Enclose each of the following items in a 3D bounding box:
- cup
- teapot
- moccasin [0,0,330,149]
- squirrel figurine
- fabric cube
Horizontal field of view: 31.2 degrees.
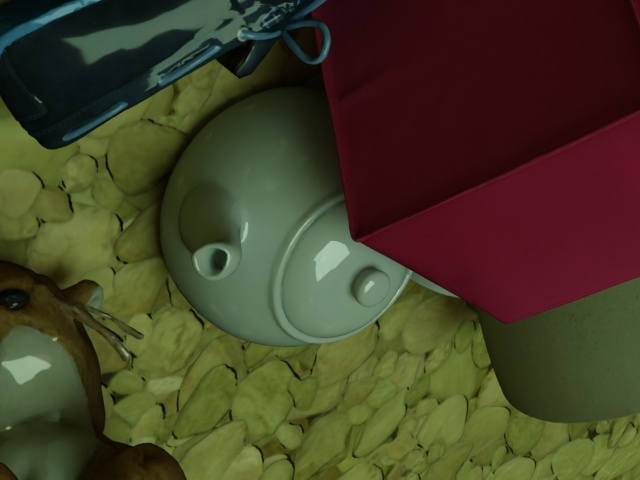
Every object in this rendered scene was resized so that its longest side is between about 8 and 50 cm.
[{"bbox_3d":[0.283,-0.008,1.179,0.331,0.331,0.237,-36,107,-15],"label":"cup"},{"bbox_3d":[0.000,0.000,1.002,0.256,0.187,0.252,-36,135,-17],"label":"teapot"},{"bbox_3d":[-0.083,-0.178,0.868,0.342,0.138,0.117,-24,119,-9],"label":"moccasin"},{"bbox_3d":[-0.226,0.216,0.884,0.281,0.370,0.397,-16,162,-20],"label":"squirrel figurine"},{"bbox_3d":[0.175,-0.115,0.934,0.254,0.259,0.258,-24,149,29],"label":"fabric cube"}]
